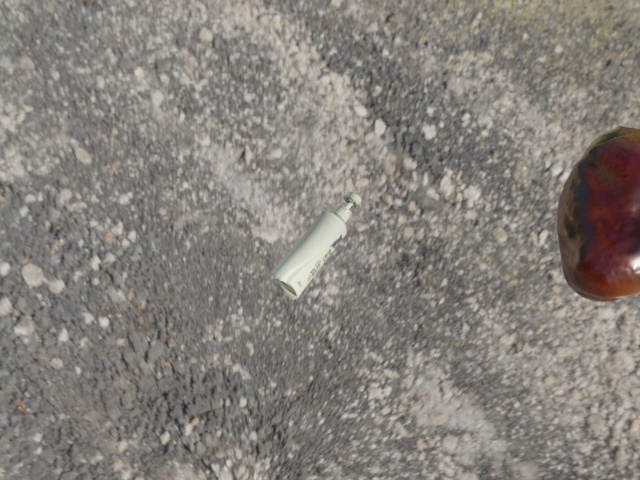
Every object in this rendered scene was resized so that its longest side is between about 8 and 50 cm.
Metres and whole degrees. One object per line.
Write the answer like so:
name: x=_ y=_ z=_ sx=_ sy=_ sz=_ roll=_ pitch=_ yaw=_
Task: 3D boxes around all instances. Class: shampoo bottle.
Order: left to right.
shampoo bottle: x=0.000 y=0.000 z=0.879 sx=0.034 sy=0.049 sz=0.141 roll=23 pitch=67 yaw=40

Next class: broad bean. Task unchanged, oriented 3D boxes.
broad bean: x=0.376 y=-0.033 z=0.995 sx=0.156 sy=0.122 sz=0.228 roll=13 pitch=75 yaw=3
